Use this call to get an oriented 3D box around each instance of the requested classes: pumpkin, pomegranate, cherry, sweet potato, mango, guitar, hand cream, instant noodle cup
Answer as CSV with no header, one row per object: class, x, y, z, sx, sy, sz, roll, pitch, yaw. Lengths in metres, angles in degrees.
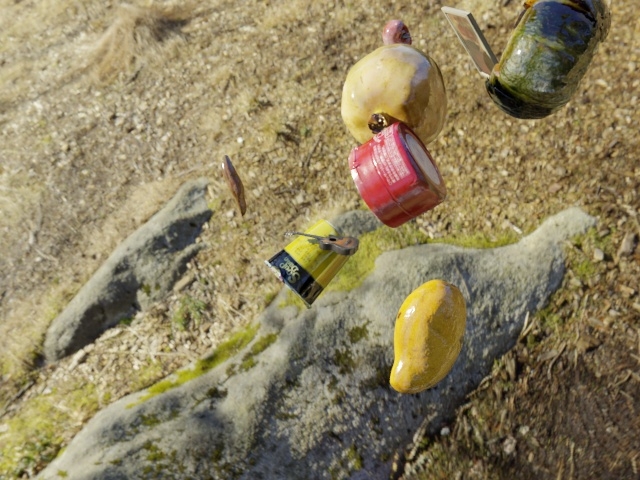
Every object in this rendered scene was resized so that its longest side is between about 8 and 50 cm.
pumpkin,0.513,-0.427,1.225,0.192,0.320,0.320,26,64,7
pomegranate,0.206,-0.383,1.505,0.319,0.319,0.319,-7,54,10
cherry,0.248,-0.653,1.747,0.087,0.126,0.106,-32,91,-3
sweet potato,-0.337,-0.213,2.130,0.058,0.255,0.078,-26,17,-25
mango,0.266,0.240,1.350,0.177,0.120,0.295,18,96,-11
guitar,0.000,0.000,1.591,0.233,0.025,0.088,10,27,17
hand cream,0.186,-0.156,1.283,0.149,0.230,0.230,-33,48,27
instant noodle cup,-0.027,0.062,1.693,0.236,0.215,0.215,-46,56,-5

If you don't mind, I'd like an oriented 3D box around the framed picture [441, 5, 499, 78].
framed picture,0.519,-0.647,1.798,0.020,0.289,0.211,-38,29,10
